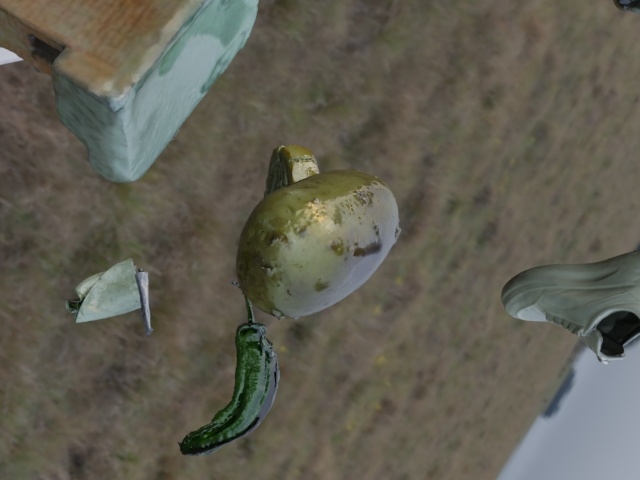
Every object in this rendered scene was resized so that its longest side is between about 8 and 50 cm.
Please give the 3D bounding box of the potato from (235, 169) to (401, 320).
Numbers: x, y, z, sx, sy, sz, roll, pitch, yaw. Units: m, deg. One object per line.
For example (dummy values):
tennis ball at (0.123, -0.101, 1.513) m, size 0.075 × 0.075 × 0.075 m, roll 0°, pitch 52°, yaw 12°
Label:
potato at (0.000, 0.000, 1.696) m, size 0.307 × 0.173 × 0.210 m, roll -31°, pitch 144°, yaw -46°

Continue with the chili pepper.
chili pepper at (-0.125, 0.213, 1.814) m, size 0.065 × 0.122 × 0.278 m, roll 119°, pitch -11°, yaw -80°

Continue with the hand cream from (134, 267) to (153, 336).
hand cream at (-0.241, 0.083, 1.588) m, size 0.030 × 0.019 × 0.093 m, roll 138°, pitch -52°, yaw -62°

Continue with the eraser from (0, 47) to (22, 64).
eraser at (-0.412, -0.283, 1.460) m, size 0.210 × 0.068 × 0.124 m, roll -36°, pitch 123°, yaw -63°

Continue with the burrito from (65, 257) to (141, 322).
burrito at (-0.319, 0.078, 1.723) m, size 0.118 × 0.074 × 0.044 m, roll -19°, pitch 170°, yaw -16°

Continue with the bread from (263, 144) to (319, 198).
bread at (-0.054, -0.082, 1.929) m, size 0.117 × 0.064 × 0.156 m, roll -114°, pitch -146°, yaw -49°

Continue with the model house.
model house at (-0.260, -0.262, 1.205) m, size 0.267 × 0.325 × 0.194 m, roll -56°, pitch 173°, yaw -24°

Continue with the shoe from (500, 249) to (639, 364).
shoe at (0.413, 0.117, 1.770) m, size 0.316 × 0.124 × 0.159 m, roll -19°, pitch -126°, yaw 43°

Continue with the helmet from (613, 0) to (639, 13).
helmet at (0.489, -0.413, 1.709) m, size 0.130 × 0.224 × 0.198 m, roll -52°, pitch 159°, yaw -2°
